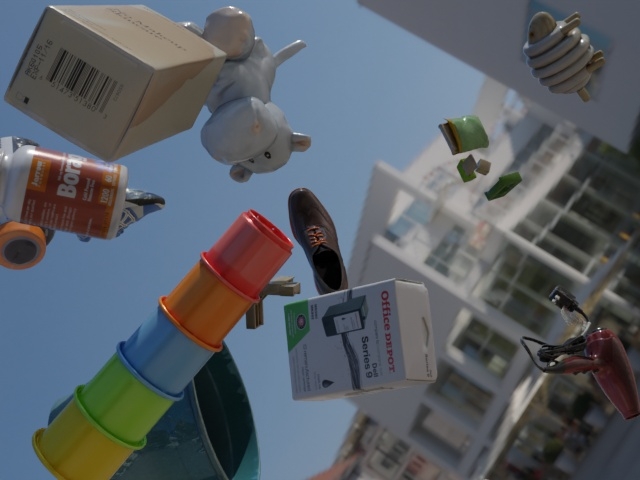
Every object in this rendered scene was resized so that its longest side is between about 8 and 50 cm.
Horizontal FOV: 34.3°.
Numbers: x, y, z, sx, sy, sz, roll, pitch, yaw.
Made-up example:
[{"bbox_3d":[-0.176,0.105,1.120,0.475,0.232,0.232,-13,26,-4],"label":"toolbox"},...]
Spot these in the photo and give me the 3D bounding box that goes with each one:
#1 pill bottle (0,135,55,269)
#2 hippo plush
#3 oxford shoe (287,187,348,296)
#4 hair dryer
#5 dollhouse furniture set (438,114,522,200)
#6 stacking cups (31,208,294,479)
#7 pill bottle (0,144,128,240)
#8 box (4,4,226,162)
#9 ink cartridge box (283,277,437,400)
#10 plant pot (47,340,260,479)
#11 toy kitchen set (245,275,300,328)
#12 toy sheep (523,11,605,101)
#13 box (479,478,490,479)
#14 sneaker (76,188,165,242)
[{"bbox_3d":[-0.522,-0.060,1.779,0.130,0.246,0.130,-10,-48,-11],"label":"pill bottle"},{"bbox_3d":[-0.153,-0.212,1.685,0.234,0.237,0.294,-19,-11,20],"label":"hippo plush"},{"bbox_3d":[0.000,0.000,2.307,0.096,0.271,0.098,-22,-10,-7],"label":"oxford shoe"},{"bbox_3d":[0.529,0.251,2.082,0.224,0.293,0.080,-50,0,-39],"label":"hair dryer"},{"bbox_3d":[0.249,-0.140,1.606,0.076,0.152,0.058,-16,-18,-25],"label":"dollhouse furniture set"},{"bbox_3d":[-0.151,0.103,1.026,0.316,0.096,0.096,-50,-17,3],"label":"stacking cups"},{"bbox_3d":[-0.411,-0.077,1.589,0.121,0.216,0.121,-169,90,-75],"label":"pill bottle"},{"bbox_3d":[-0.234,-0.199,1.252,0.121,0.148,0.311,-60,0,16],"label":"box"},{"bbox_3d":[0.079,0.207,2.132,0.121,0.289,0.211,12,-113,-52],"label":"ink cartridge box"},{"bbox_3d":[-0.257,0.287,1.560,0.255,0.272,0.271,-17,-15,8],"label":"plant pot"},{"bbox_3d":[-0.070,0.099,1.657,0.068,0.083,0.075,-27,-63,-69],"label":"toy kitchen set"},{"bbox_3d":[0.305,-0.230,1.305,0.091,0.132,0.091,-34,12,8],"label":"toy sheep"},{"bbox_3d":[0.303,0.491,1.608,0.345,0.215,0.168,83,-151,-76],"label":"box"},{"bbox_3d":[-0.419,-0.054,2.147,0.211,0.080,0.081,-13,-68,-33],"label":"sneaker"}]
